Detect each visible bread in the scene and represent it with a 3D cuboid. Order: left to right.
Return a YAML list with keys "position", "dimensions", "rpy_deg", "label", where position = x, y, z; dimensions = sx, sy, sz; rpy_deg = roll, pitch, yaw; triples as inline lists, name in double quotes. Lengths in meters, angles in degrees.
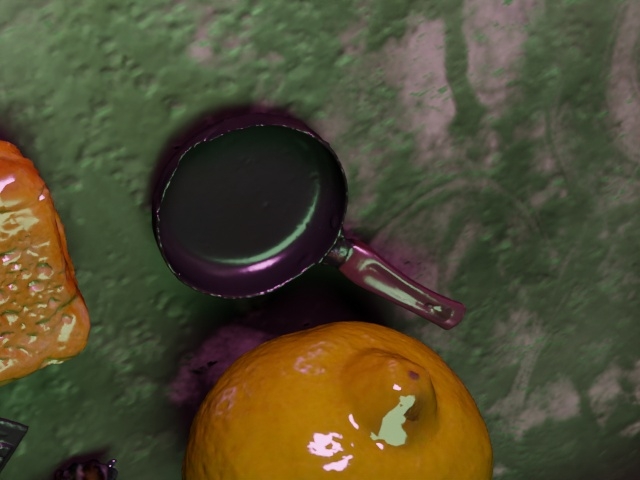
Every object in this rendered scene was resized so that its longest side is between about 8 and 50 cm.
- position: [-0.260, 0.036, 0.603]
  dimensions: [0.271, 0.077, 0.139]
  rpy_deg: [-19, 128, -10]
  label: "bread"

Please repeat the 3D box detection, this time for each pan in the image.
- position: [0.000, -0.001, 0.707]
  dimensions: [0.212, 0.040, 0.115]
  rpy_deg: [26, 109, -26]
  label: "pan"

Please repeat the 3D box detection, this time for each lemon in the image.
- position: [0.006, 0.151, 0.732]
  dimensions: [0.184, 0.184, 0.248]
  rpy_deg: [-1, 132, -22]
  label: "lemon"

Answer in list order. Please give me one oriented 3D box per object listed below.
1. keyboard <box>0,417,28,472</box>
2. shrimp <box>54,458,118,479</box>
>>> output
- position: [-0.245, 0.088, 0.587]
  dimensions: [0.198, 0.010, 0.064]
  rpy_deg: [23, 110, -33]
  label: "keyboard"
- position: [-0.093, 0.317, 0.744]
  dimensions: [0.233, 0.365, 0.071]
  rpy_deg: [0, 165, -25]
  label: "shrimp"
